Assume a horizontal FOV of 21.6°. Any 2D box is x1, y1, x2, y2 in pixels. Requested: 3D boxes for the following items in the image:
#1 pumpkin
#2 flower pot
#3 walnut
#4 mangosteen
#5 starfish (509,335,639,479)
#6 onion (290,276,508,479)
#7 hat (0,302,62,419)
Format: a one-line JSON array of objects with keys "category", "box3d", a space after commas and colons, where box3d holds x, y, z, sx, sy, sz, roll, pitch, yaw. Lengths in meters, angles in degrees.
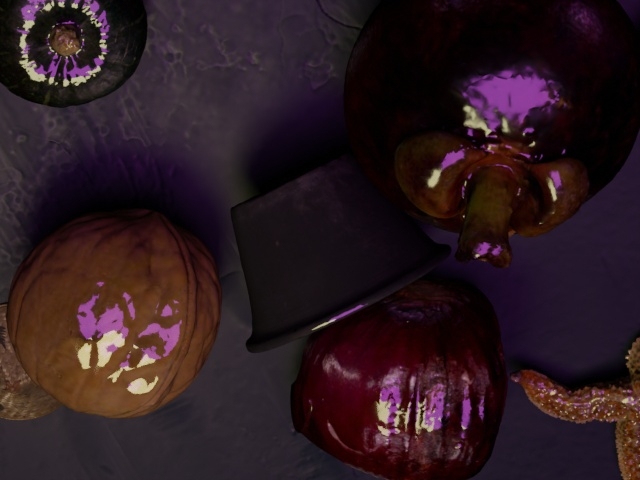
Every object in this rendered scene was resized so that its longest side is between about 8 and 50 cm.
[{"category": "pumpkin", "box3d": [-0.254, -0.210, 1.642, 0.167, 0.125, 0.167, 7, 125, 10]}, {"category": "flower pot", "box3d": [0.000, 0.000, 1.723, 0.235, 0.235, 0.148, -25, 93, 7]}, {"category": "walnut", "box3d": [-0.209, 0.070, 1.729, 0.228, 0.228, 0.228, -2, 114, -4]}, {"category": "mangosteen", "box3d": [0.158, -0.136, 1.616, 0.297, 0.293, 0.297, 16, 119, 31]}, {"category": "starfish", "box3d": [0.414, 0.171, 1.881, 0.293, 0.084, 0.301, -37, 107, 13]}, {"category": "onion", "box3d": [0.081, 0.157, 1.788, 0.206, 0.207, 0.216, 4, 107, -9]}, {"category": "hat", "box3d": [-0.331, 0.147, 1.822, 0.146, 0.067, 0.146, -2, 114, -4]}]
